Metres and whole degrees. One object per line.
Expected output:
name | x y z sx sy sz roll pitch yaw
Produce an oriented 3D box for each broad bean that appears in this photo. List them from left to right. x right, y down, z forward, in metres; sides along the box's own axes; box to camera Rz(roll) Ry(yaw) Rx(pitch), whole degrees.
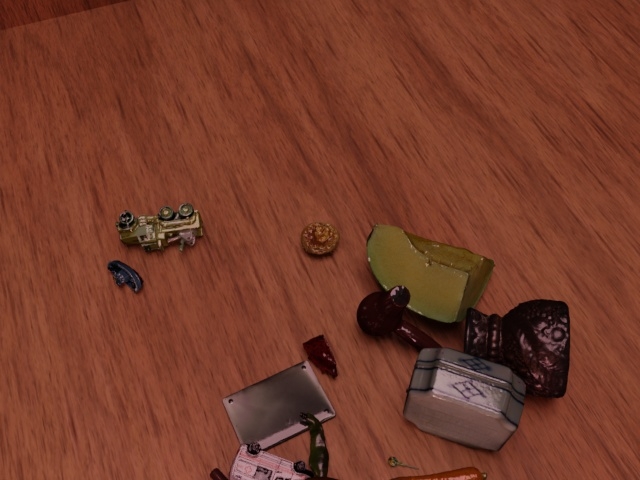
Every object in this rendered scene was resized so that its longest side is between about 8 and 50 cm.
broad bean | -0.009 0.545 1.771 0.061 0.046 0.195 2 59 -33

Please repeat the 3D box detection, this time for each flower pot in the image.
flower pot | 0.530 0.287 1.840 0.267 0.266 0.266 2 55 13

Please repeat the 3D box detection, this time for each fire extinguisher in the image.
fire extinguisher | -0.222 0.653 1.704 0.173 0.035 0.049 37 59 26

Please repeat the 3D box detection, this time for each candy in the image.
candy | 0.218 0.587 1.765 0.083 0.025 0.023 14 84 -1

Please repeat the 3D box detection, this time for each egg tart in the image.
egg tart | 0.000 0.000 2.145 0.130 0.052 0.130 0 54 0

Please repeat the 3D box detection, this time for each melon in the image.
melon | 0.312 0.069 2.008 0.343 0.226 0.331 21 50 28

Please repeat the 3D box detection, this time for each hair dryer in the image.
hair dryer | 0.271 0.254 1.867 0.340 0.312 0.123 34 69 -3

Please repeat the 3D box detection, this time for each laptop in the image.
laptop | -0.115 0.458 1.849 0.269 0.015 0.187 -22 58 -15

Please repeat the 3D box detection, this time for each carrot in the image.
carrot | 0.302 0.618 1.721 0.257 0.061 0.061 -5 56 0

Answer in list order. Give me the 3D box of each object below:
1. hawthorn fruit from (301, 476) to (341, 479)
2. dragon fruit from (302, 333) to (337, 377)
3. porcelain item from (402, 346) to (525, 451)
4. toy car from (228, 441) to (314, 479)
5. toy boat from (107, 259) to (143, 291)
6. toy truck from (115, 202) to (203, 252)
hawthorn fruit | 0.002 0.680 1.560 0.268 0.301 0.267 1 96 12
dragon fruit | 0.000 0.335 1.909 0.063 0.097 0.131 -21 78 -11
porcelain item | 0.364 0.405 1.731 0.286 0.281 0.157 16 59 12
toy car | -0.126 0.595 1.704 0.210 0.089 0.108 19 56 6
toy boat | -0.602 0.111 2.057 0.137 0.060 0.061 35 43 15
toy truck | -0.507 -0.026 2.119 0.259 0.128 0.135 -4 69 -3
